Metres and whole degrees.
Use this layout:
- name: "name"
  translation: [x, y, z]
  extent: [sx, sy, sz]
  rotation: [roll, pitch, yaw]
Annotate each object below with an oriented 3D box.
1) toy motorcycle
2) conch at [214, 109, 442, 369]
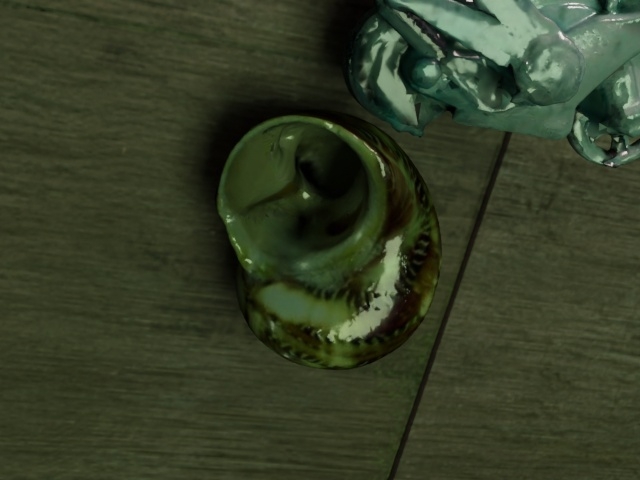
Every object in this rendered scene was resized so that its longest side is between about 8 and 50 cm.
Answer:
- name: "toy motorcycle"
  translation: [0.145, -0.162, 1.092]
  extent: [0.260, 0.154, 0.206]
  rotation: [8, 105, -19]
- name: "conch"
  translation: [0.000, -0.001, 1.123]
  extent: [0.187, 0.124, 0.181]
  rotation: [37, 105, -10]
